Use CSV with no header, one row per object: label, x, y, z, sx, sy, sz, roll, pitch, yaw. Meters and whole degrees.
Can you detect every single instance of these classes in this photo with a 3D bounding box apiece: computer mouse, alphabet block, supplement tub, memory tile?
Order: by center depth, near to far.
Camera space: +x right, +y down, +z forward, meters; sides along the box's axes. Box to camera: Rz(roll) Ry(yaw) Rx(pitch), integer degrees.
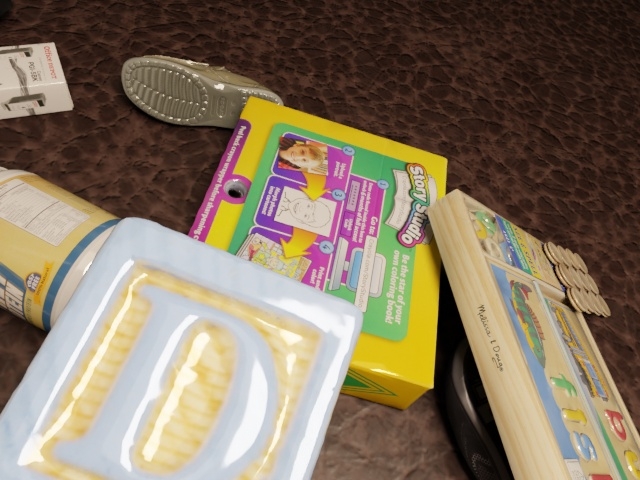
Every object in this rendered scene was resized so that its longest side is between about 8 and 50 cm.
alphabet block,-0.100,0.127,0.408,0.193,0.197,0.193,24,67,0
supplement tub,-0.313,0.010,0.562,0.199,0.144,0.144,26,54,4
computer mouse,0.213,0.247,0.592,0.188,0.072,0.273,-6,68,-28
memory tile,0.383,0.060,0.755,0.148,0.012,0.113,13,51,-44

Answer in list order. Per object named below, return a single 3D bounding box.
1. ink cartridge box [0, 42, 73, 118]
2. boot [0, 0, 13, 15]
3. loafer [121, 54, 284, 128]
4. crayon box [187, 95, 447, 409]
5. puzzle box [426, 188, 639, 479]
ink cartridge box,-0.451,-0.236,0.747,0.135,0.056,0.099,-16,61,-24
boot,-0.699,-0.292,0.662,0.366,0.146,0.446,18,56,-11
loafer,-0.185,-0.233,0.810,0.251,0.095,0.087,12,29,-18
crayon box,0.000,0.000,0.678,0.312,0.106,0.363,17,54,-5
puzzle box,0.275,0.152,0.601,0.272,0.052,0.409,22,46,-40
